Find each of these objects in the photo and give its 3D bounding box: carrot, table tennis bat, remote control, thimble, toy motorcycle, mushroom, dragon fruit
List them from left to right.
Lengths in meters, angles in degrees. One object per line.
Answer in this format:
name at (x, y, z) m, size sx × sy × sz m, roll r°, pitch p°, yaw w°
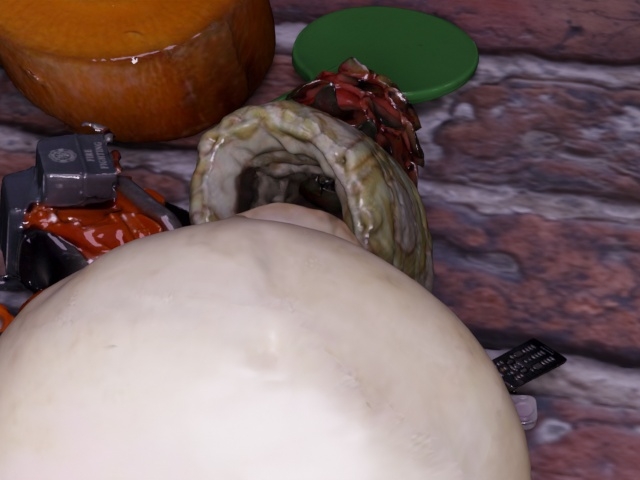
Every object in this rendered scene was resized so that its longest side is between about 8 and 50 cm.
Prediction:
toy motorcycle at (-0.166, 0.050, 1.332) m, size 0.221 × 0.148 × 0.325 m, roll 0°, pitch 33°, yaw -17°
carrot at (-0.173, -0.209, 1.698) m, size 0.258 × 0.100 × 0.307 m, roll -14°, pitch 42°, yaw -15°
mushroom at (-0.041, 0.111, 1.061) m, size 0.315 × 0.315 × 0.356 m, roll 0°, pitch 69°, yaw 2°
thimble at (0.000, 0.000, 1.349) m, size 0.137 × 0.143 × 0.190 m, roll -28°, pitch 73°, yaw 12°
table tennis bat at (0.031, -0.143, 1.678) m, size 0.160 × 0.039 × 0.257 m, roll 22°, pitch 37°, yaw 28°
dragon fruit at (0.028, -0.072, 1.505) m, size 0.130 × 0.121 × 0.142 m, roll 22°, pitch 24°, yaw 0°
remote control at (0.139, 0.089, 1.342) m, size 0.034 × 0.016 × 0.091 m, roll 33°, pitch 24°, yaw 21°

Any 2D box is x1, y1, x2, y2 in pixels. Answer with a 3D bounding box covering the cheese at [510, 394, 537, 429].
cheese at (0.050, 0.115, 1.315) m, size 0.192 × 0.037 × 0.097 m, roll 0°, pitch 37°, yaw 3°
